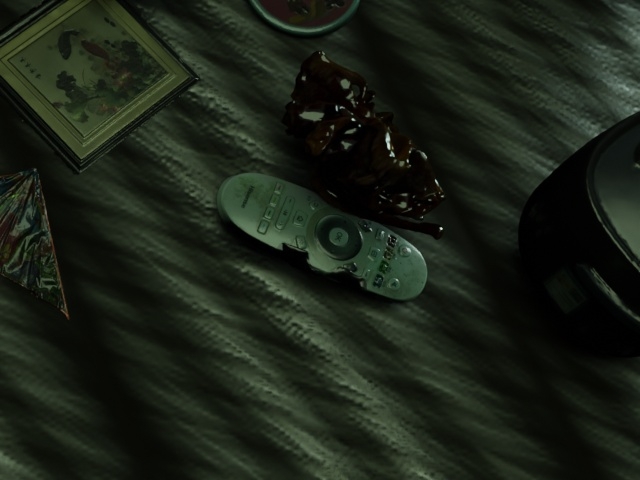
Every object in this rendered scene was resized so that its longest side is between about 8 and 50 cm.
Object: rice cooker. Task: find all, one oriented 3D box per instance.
[{"bbox_3d":[0.358,-0.002,1.238,0.267,0.224,0.267,4,67,-10],"label":"rice cooker"}]

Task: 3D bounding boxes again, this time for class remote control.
[{"bbox_3d":[0.001,-0.001,1.264,0.256,0.045,0.097,26,60,-4],"label":"remote control"}]

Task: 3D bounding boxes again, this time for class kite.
[{"bbox_3d":[-0.351,-0.002,1.213,0.232,0.009,0.189,29,67,1],"label":"kite"}]

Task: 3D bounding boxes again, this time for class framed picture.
[{"bbox_3d":[-0.273,-0.201,1.304,0.195,0.010,0.199,45,68,8],"label":"framed picture"}]

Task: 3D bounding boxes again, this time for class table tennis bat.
[{"bbox_3d":[-0.041,-0.363,1.401,0.153,0.040,0.244,-21,79,-17],"label":"table tennis bat"}]

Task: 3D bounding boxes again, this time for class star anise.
[{"bbox_3d":[0.034,-0.103,1.238,0.126,0.190,0.220,-34,34,8],"label":"star anise"}]
